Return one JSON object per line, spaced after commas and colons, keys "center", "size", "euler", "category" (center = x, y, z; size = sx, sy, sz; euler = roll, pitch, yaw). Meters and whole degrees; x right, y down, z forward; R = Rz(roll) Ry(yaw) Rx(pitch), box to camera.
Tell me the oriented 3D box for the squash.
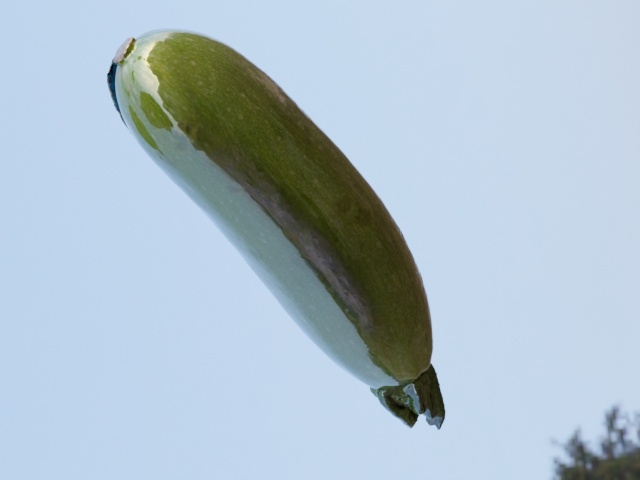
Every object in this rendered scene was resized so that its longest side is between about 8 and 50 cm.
{"center": [0.000, 0.000, 0.768], "size": [0.341, 0.094, 0.094], "euler": [51, -146, -29], "category": "squash"}
